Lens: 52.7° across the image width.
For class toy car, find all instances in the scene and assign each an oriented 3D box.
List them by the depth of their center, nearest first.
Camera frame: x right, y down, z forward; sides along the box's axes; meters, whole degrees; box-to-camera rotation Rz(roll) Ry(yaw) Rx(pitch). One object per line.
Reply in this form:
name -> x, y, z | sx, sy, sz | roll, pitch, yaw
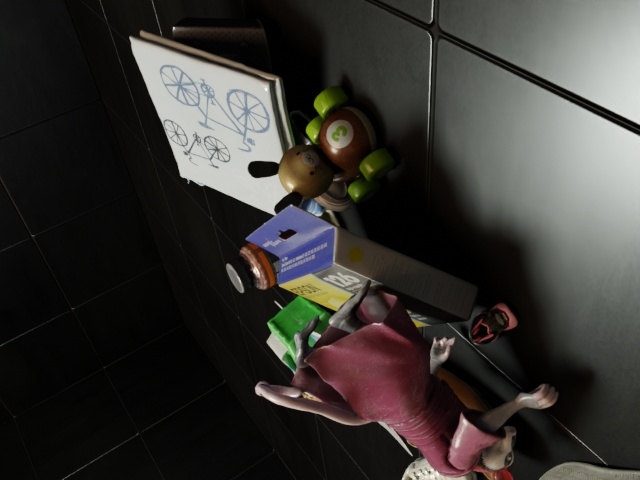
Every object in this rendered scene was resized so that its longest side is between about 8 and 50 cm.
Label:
toy car -> -0.012, -0.118, 0.997 | 0.155, 0.188, 0.149 | 56, 158, 13

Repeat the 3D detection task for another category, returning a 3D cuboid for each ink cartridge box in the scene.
ink cartridge box -> 0.041, 0.059, 1.035 | 0.307, 0.072, 0.303 | 22, 165, -14

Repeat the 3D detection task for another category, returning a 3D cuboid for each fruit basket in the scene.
fruit basket -> 0.034, 0.300, 1.434 | 0.353, 0.165, 0.327 | 59, 169, -17

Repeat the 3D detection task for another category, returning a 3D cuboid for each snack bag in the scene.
snack bag -> -0.174, -0.192, 1.170 | 0.323, 0.037, 0.342 | 23, 146, 26

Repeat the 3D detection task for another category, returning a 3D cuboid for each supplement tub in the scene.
supplement tub -> -0.097, 0.035, 1.365 | 0.106, 0.198, 0.106 | 48, 155, 32

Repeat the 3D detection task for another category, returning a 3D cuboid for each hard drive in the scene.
hard drive -> -0.168, -0.294, 1.186 | 0.254, 0.172, 0.054 | 89, -176, -53

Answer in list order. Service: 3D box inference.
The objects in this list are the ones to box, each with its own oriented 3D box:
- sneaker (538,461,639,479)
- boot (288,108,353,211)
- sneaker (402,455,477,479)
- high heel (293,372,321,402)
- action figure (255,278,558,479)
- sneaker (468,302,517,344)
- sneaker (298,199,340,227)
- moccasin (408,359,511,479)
sneaker -> 0.406, 0.385, 0.810 | 0.169, 0.108, 0.292 | 58, 168, 3
boot -> -0.006, -0.139, 1.119 | 0.190, 0.069, 0.086 | 52, 162, 25
sneaker -> 0.237, 0.471, 1.295 | 0.087, 0.092, 0.228 | 57, 157, 16
high heel -> -0.035, 0.345, 1.742 | 0.261, 0.093, 0.186 | 43, 160, 58
action figure -> 0.135, 0.238, 0.904 | 0.370, 0.276, 0.248 | 45, 168, -6
sneaker -> 0.234, 0.129, 0.930 | 0.047, 0.057, 0.119 | 53, 159, 16
sneaker -> 0.000, 0.000, 1.265 | 0.081, 0.080, 0.211 | 39, 151, 50
moccasin -> 0.174, 0.283, 1.129 | 0.380, 0.147, 0.139 | 40, 151, 42
